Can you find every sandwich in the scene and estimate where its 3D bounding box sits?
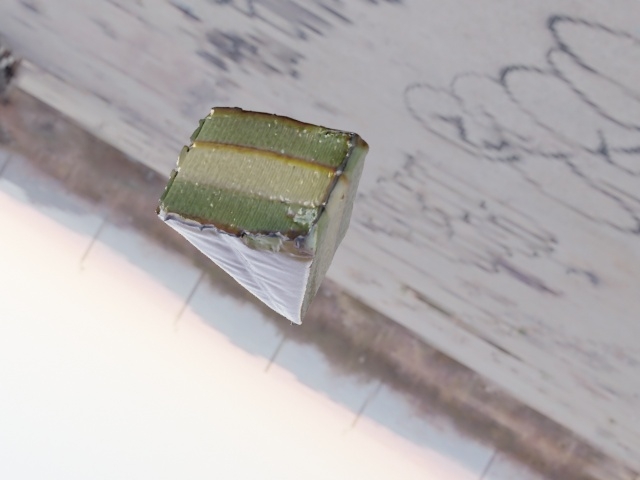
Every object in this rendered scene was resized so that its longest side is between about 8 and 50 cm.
[{"bbox_3d":[0.000,0.000,0.779,0.113,0.079,0.163,14,160,37],"label":"sandwich"}]
